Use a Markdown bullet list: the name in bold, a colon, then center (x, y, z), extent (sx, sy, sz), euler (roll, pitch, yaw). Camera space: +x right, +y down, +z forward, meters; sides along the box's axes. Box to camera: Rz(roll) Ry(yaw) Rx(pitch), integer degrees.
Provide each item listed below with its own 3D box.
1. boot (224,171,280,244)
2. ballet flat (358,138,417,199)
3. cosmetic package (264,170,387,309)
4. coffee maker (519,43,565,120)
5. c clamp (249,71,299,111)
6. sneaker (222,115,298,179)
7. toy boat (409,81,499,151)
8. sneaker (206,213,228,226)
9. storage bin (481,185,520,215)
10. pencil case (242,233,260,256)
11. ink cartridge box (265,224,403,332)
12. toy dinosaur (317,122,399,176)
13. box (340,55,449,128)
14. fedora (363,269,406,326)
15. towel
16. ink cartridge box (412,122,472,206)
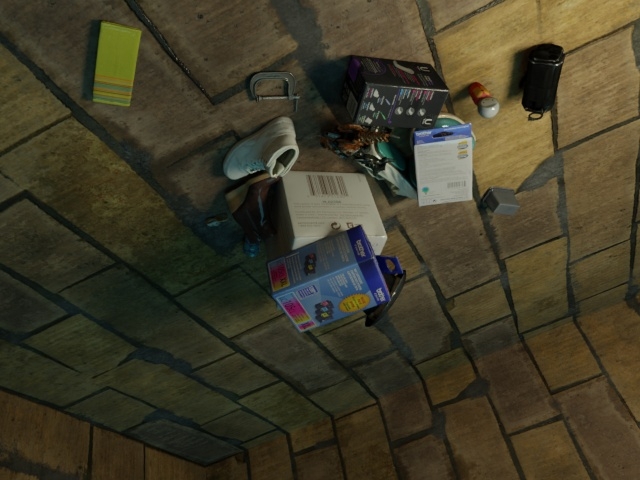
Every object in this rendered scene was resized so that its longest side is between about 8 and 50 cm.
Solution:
- **boot**: center (-0.197, -0.116, 1.816), extent (0.248, 0.090, 0.207), euler (-25, 100, 28)
- **ballet flat**: center (0.277, -0.240, 1.891), extent (0.400, 0.139, 0.139), euler (30, 122, -36)
- **cosmetic package**: center (0.000, 0.000, 1.902), extent (0.329, 0.328, 0.394), euler (-1, 139, -16)
- **coffee maker**: center (0.710, -0.506, 1.672), extent (0.120, 0.171, 0.178), euler (-3, 139, 10)
- **c clamp**: center (-0.136, -0.445, 1.583), extent (0.160, 0.022, 0.137), euler (-2, 138, -17)
- **sneaker**: center (-0.195, -0.253, 1.673), extent (0.292, 0.169, 0.108), euler (-35, 138, 23)
- **toy boat**: center (0.452, -0.373, 1.758), extent (0.267, 0.148, 0.318), euler (17, 131, -32)
- **sneaker**: center (-0.377, -0.072, 1.932), extent (0.083, 0.032, 0.037), euler (-13, 154, 4)
- **storage bin**: center (0.738, -0.151, 2.149), extent (0.135, 0.091, 0.098), euler (5, 136, -22)
- **pencil case**: center (-0.255, -0.008, 2.013), extent (0.070, 0.065, 0.152), euler (12, 135, -7)
- **ink cartridge box**: center (0.058, 0.119, 1.693), extent (0.395, 0.151, 0.270), euler (-23, 140, 5)
- **toy dinosaur**: center (0.113, -0.298, 1.631), extent (0.218, 0.322, 0.165), euler (12, 112, -27)
- **box**: center (0.219, -0.444, 1.587), extent (0.270, 0.165, 0.143), euler (0, 136, -17)
- **fedora**: center (0.242, 0.225, 2.344), extent (0.152, 0.334, 0.334), euler (35, 127, 0)
- **towel**: center (-0.553, -0.472, 1.423), extent (0.102, 0.021, 0.237), euler (2, 136, -28)
- **ink cartridge box**: center (0.405, -0.255, 1.742), extent (0.185, 0.065, 0.311), euler (-6, 135, 9)
